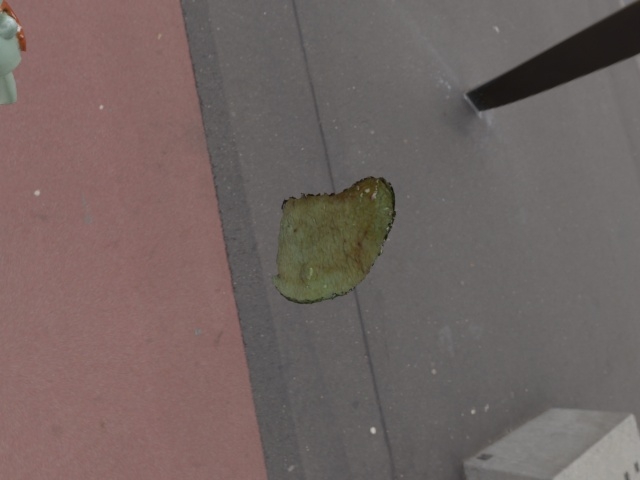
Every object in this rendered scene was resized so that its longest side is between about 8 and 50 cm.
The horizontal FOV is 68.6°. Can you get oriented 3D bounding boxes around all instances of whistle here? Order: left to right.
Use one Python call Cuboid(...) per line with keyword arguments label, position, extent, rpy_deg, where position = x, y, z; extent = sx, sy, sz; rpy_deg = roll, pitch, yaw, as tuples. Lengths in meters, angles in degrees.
Cuboid(label="whistle", position=(-0.399, -0.246, 0.530), extent=(0.101, 0.253, 0.106), rpy_deg=(37, 60, 4))

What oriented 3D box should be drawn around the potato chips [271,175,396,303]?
Cuboid(label="potato chips", position=(0.000, 0.000, 0.515), extent=(0.026, 0.209, 0.142), rpy_deg=(-7, 51, -45))
